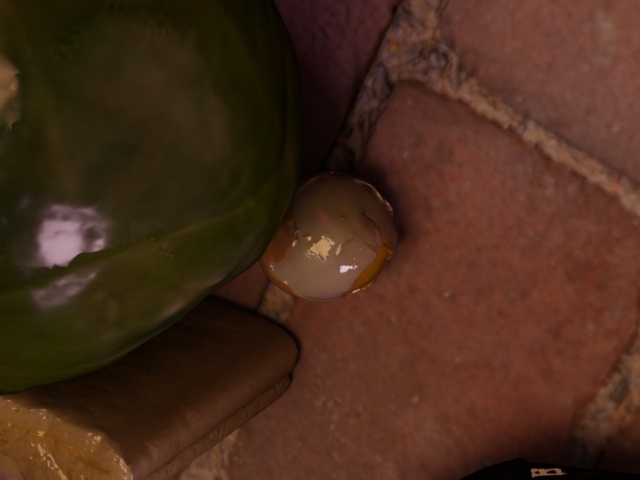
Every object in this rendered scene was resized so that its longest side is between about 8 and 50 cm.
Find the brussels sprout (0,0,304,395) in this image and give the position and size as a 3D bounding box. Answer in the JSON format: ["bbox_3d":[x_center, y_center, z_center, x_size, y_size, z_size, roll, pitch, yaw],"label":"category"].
[{"bbox_3d":[-0.173,-0.075,0.815,0.354,0.281,0.289,33,158,48],"label":"brussels sprout"}]

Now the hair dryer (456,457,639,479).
[{"bbox_3d":[0.198,0.268,0.855,0.303,0.120,0.359,-13,112,25],"label":"hair dryer"}]

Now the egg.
[{"bbox_3d":[0.000,0.000,0.868,0.083,0.071,0.071,-31,91,39],"label":"egg"}]

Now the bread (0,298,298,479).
[{"bbox_3d":[-0.111,0.087,0.903,0.139,0.178,0.060,17,117,28],"label":"bread"}]
